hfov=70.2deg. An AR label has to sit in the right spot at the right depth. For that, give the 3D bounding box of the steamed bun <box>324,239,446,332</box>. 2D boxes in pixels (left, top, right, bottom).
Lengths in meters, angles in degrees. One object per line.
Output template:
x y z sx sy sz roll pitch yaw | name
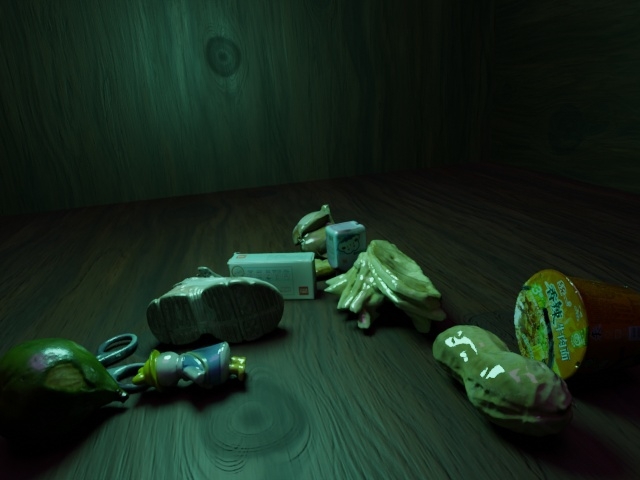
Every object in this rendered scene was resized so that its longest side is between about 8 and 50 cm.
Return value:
0.159 0.129 1.279 0.247 0.189 0.428 22 15 -19 | steamed bun

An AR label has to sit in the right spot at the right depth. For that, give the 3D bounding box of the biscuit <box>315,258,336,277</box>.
-0.082 0.101 1.570 0.298 0.045 0.154 0 18 9 | biscuit

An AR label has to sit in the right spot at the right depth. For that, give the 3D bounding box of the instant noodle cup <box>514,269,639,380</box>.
0.553 0.177 0.957 0.182 0.231 0.230 2 17 -10 | instant noodle cup

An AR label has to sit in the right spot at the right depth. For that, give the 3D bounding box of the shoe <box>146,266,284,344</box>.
-0.274 0.160 1.238 0.350 0.172 0.198 -3 15 -2 | shoe

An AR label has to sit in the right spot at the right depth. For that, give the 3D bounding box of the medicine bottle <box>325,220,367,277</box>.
0.087 0.042 1.481 0.119 0.188 0.094 -12 20 -21 | medicine bottle

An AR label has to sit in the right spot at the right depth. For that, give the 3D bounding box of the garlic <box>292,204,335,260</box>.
0.000 0.000 1.692 0.191 0.214 0.160 -41 5 -24 | garlic

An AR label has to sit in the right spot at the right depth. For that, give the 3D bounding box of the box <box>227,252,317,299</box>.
-0.148 0.109 1.416 0.269 0.135 0.079 -2 19 7 | box

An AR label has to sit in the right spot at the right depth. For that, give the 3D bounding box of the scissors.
-0.584 0.325 1.031 0.383 0.029 0.256 -16 24 -34 | scissors

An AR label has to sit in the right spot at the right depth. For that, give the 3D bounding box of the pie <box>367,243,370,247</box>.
0.168 0.040 1.721 0.088 0.033 0.191 8 22 22 | pie

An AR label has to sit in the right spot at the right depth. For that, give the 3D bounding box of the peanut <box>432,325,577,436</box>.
0.333 0.257 0.880 0.149 0.149 0.313 -9 19 -14 | peanut

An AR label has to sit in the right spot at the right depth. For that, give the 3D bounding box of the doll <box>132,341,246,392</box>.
-0.287 0.279 1.004 0.240 0.099 0.135 -7 41 -5 | doll

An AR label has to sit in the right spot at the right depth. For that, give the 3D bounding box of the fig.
-0.515 0.299 0.907 0.244 0.196 0.195 25 -5 -42 | fig
